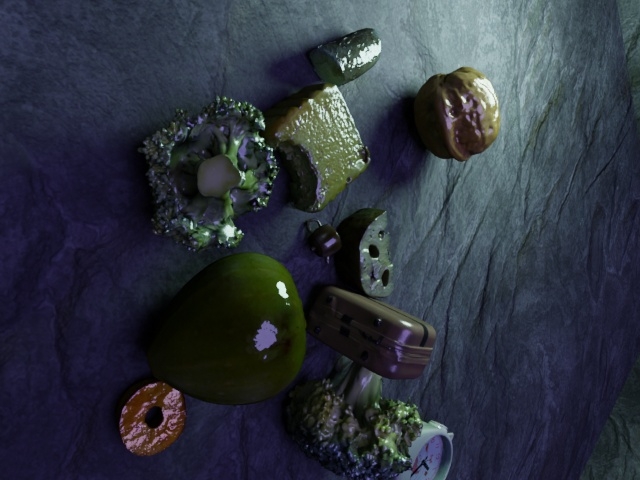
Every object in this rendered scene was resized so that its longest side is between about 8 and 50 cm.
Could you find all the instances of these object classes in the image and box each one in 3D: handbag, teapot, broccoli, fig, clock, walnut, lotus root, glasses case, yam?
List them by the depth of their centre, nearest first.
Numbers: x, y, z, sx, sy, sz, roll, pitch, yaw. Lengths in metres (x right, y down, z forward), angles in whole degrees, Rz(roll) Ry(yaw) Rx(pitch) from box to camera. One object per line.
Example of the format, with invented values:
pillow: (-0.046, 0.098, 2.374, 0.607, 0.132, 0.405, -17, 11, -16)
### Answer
broccoli: (-0.212, -0.122, 0.944, 0.260, 0.235, 0.288, -22, 107, -73)
fig: (-0.183, 0.183, 0.991, 0.316, 0.316, 0.316, -9, 104, -39)
yam: (0.068, -0.437, 1.197, 0.183, 0.107, 0.107, -38, 120, -30)
teapot: (0.000, 0.000, 1.240, 0.068, 0.076, 0.121, -30, 90, -23)
handbag: (0.144, 0.230, 1.260, 0.283, 0.302, 0.149, 23, 87, -46)
broccoli: (0.083, 0.458, 1.297, 0.293, 0.348, 0.281, 100, 15, -67)
lotus root: (0.115, 0.036, 1.311, 0.138, 0.119, 0.234, -17, 110, -37)
glasses case: (0.072, 0.329, 1.387, 0.083, 0.032, 0.021, -43, 120, -24)
walnut: (0.378, -0.339, 1.389, 0.257, 0.224, 0.257, 18, 68, -55)
clock: (0.313, 0.708, 1.613, 0.324, 0.109, 0.265, 7, 92, -42)

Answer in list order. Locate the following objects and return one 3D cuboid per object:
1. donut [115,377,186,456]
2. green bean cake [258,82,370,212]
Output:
donut: (-0.347, 0.354, 1.021, 0.152, 0.058, 0.152, -8, 102, -39)
green bean cake: (-0.028, -0.209, 1.140, 0.233, 0.124, 0.236, -44, 123, -27)
